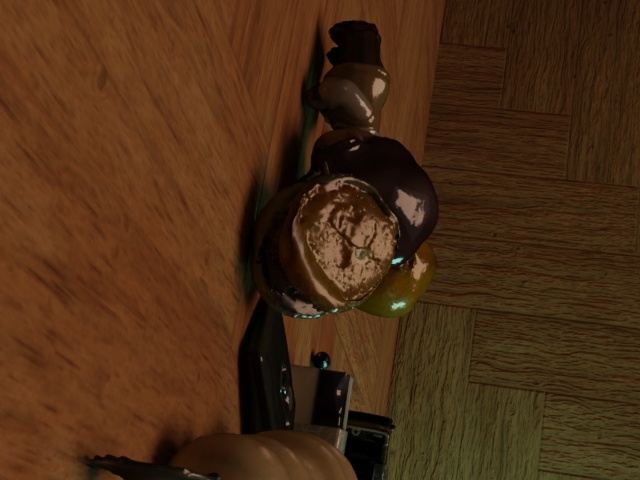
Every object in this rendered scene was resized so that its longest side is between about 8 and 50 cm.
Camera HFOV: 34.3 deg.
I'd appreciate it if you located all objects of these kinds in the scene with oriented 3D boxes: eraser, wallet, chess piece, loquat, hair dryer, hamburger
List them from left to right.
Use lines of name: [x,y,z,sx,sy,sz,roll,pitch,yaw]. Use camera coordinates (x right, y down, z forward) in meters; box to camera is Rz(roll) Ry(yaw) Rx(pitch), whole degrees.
chess piece: [-0.065,0.265,1.049,0.299,0.167,0.167,46,51,-72]
wallet: [-0.062,0.192,1.338,0.168,0.052,0.245,-75,166,-57]
eraser: [-0.027,0.390,1.513,0.096,0.098,0.403,59,39,-75]
hair dryer: [-0.009,0.233,1.765,0.079,0.031,0.083,97,17,-64]
hamburger: [0.000,0.000,1.232,0.113,0.177,0.185,-9,-98,56]
loquat: [0.126,0.057,1.992,0.187,0.176,0.234,-40,-178,-10]

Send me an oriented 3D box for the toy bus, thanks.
toy bus: [0.057,0.462,1.962,0.167,0.139,0.275,-43,140,-78]

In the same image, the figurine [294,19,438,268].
figurine: [0.032,-0.123,1.431,0.218,0.206,0.364,125,-46,-61]

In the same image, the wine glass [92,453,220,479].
wine glass: [-0.141,0.272,0.757,0.103,0.103,0.222,70,29,-70]
